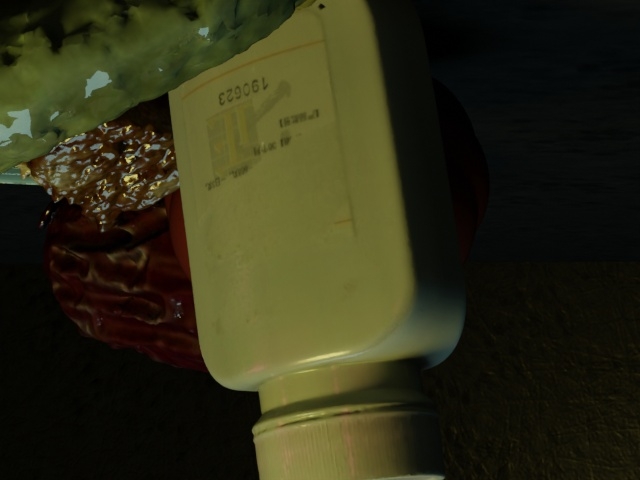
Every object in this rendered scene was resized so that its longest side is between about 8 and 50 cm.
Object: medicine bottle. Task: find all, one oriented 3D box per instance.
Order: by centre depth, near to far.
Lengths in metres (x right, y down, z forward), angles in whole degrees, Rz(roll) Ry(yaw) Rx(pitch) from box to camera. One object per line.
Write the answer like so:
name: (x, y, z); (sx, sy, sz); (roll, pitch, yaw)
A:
medicine bottle: (0.000, 0.000, 0.968); (0.161, 0.296, 0.111); (-19, 161, 34)

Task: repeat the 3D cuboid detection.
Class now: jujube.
jujube: (-0.087, 0.008, 1.515); (0.258, 0.258, 0.377); (7, -177, -45)

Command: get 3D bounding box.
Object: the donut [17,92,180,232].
donut: (-0.166, -0.095, 1.101); (0.144, 0.186, 0.126); (-43, 145, 24)

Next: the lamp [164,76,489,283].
lamp: (0.005, -0.029, 1.151); (0.227, 0.227, 0.227); (2, 174, 0)

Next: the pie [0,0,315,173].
pie: (-0.108, -0.097, 0.739); (0.306, 0.071, 0.306); (-23, -163, 7)

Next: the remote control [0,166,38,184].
remote control: (-0.357, -0.082, 1.590); (0.247, 0.052, 0.104); (3, 173, -4)
